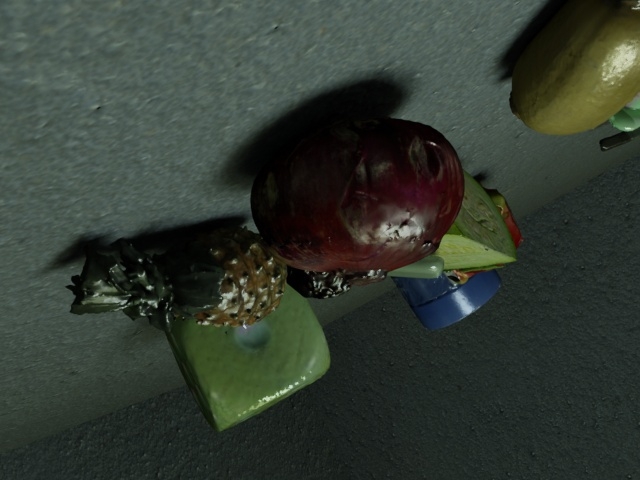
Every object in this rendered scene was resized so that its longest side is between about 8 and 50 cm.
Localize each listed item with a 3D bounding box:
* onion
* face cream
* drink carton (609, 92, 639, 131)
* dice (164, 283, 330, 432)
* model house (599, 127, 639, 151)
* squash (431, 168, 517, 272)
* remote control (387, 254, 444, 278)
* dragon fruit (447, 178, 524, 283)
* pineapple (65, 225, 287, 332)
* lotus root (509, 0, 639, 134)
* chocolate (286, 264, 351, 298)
[{"bbox_3d":[0.043,-0.044,0.811,0.246,0.190,0.246,-8,172,-1],"label":"onion"},{"bbox_3d":[0.323,0.081,1.907,0.249,0.225,0.249,-33,-176,3],"label":"face cream"},{"bbox_3d":[0.438,-0.252,0.926,0.144,0.146,0.142,-25,161,-10],"label":"drink carton"},{"bbox_3d":[-0.143,0.200,1.364,0.251,0.255,0.250,-24,170,-20],"label":"dice"},{"bbox_3d":[0.802,-0.266,1.631,0.278,0.205,0.218,-18,168,-7],"label":"model house"},{"bbox_3d":[0.158,0.010,1.321,0.233,0.210,0.309,18,134,-44],"label":"squash"},{"bbox_3d":[0.065,0.038,1.272,0.309,0.038,0.090,3,167,11],"label":"remote control"},{"bbox_3d":[0.340,-0.024,1.630,0.227,0.224,0.224,-26,170,7],"label":"dragon fruit"},{"bbox_3d":[-0.167,0.048,0.905,0.170,0.141,0.310,1,179,34],"label":"pineapple"},{"bbox_3d":[0.315,-0.207,0.834,0.146,0.131,0.303,-23,169,-15],"label":"lotus root"},{"bbox_3d":[0.000,0.000,1.170,0.156,0.156,0.133,-24,143,-16],"label":"chocolate"}]
